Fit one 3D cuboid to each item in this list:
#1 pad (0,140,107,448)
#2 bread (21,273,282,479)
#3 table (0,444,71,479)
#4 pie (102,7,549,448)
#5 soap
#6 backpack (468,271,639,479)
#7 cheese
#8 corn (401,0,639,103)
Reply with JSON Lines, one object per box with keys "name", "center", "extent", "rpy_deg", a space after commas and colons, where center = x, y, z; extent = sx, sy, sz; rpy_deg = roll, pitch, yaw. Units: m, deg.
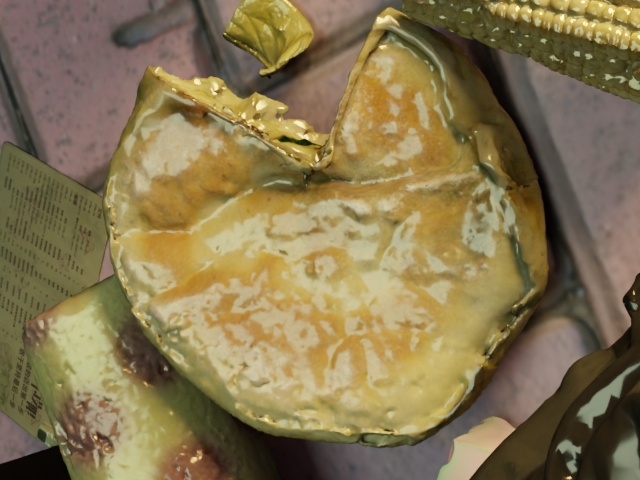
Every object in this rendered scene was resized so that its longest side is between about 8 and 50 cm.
{"name": "pad", "center": [-0.275, 0.055, 1.469], "extent": [0.159, 0.009, 0.265], "rpy_deg": [29, 114, 33]}
{"name": "bread", "center": [-0.111, 0.194, 1.246], "extent": [0.155, 0.187, 0.338], "rpy_deg": [-23, 83, 6]}
{"name": "table", "center": [-0.253, 0.306, 1.373], "extent": [0.172, 0.193, 0.169], "rpy_deg": [48, 123, 22]}
{"name": "pie", "center": [0.000, 0.000, 1.119], "extent": [0.337, 0.075, 0.338], "rpy_deg": [2, 98, 13]}
{"name": "soap", "center": [0.111, 0.212, 1.115], "extent": [0.056, 0.100, 0.149], "rpy_deg": [19, 107, 27]}
{"name": "backpack", "center": [0.254, 0.187, 0.907], "extent": [0.445, 0.255, 0.363], "rpy_deg": [-39, 73, 22]}
{"name": "cheese", "center": [-0.035, -0.156, 1.215], "extent": [0.060, 0.041, 0.084], "rpy_deg": [-54, 49, 24]}
{"name": "corn", "center": [0.156, -0.155, 1.023], "extent": [0.211, 0.087, 0.087], "rpy_deg": [26, 113, 29]}
